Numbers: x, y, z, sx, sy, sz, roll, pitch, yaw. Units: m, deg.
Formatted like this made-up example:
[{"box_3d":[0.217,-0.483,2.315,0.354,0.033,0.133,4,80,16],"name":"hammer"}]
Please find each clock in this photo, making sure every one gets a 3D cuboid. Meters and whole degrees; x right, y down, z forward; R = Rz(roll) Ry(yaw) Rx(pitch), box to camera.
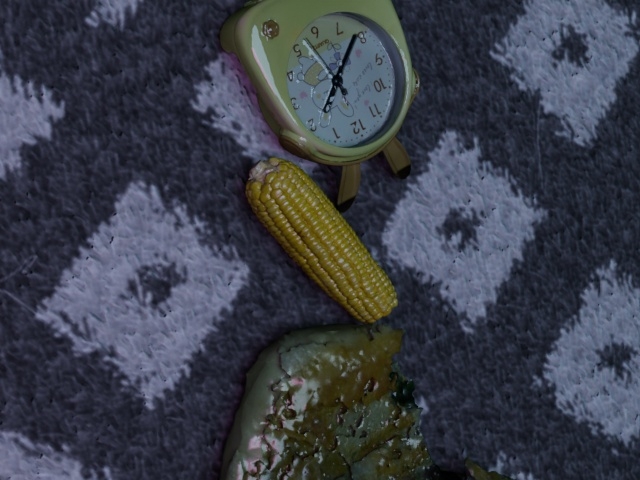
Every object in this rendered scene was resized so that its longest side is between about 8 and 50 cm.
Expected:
[{"box_3d":[0.015,-0.147,1.436,0.170,0.069,0.232,-30,104,-25],"name":"clock"}]

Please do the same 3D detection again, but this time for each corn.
[{"box_3d":[0.000,0.000,1.428,0.067,0.067,0.206,-49,113,-19],"name":"corn"}]

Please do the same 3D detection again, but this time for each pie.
[{"box_3d":[0.039,0.261,1.442,0.296,0.078,0.371,-43,109,-20],"name":"pie"}]
